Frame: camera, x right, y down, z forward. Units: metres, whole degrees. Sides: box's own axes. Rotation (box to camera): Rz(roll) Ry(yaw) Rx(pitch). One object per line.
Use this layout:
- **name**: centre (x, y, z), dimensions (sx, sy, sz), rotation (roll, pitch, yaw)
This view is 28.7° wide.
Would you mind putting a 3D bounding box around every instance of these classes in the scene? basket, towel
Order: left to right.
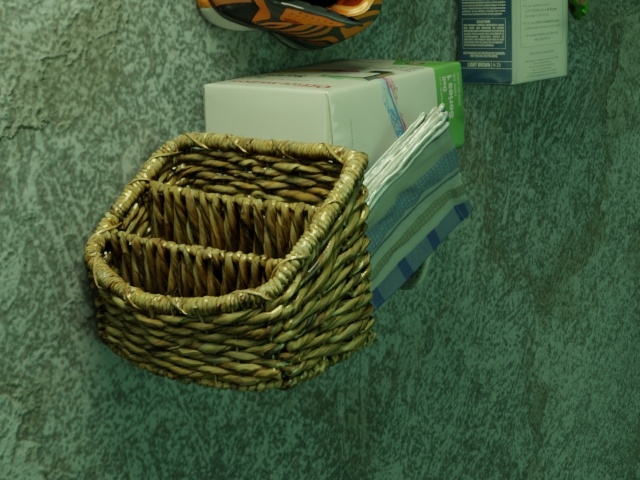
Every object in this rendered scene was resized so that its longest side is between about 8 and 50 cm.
- **basket**: centre (-0.113, 0.015, 1.340), dimensions (0.213, 0.299, 0.223), rotation (-23, 116, -46)
- **towel**: centre (0.103, -0.029, 1.552), dimensions (0.209, 0.034, 0.285), rotation (-46, 155, -9)

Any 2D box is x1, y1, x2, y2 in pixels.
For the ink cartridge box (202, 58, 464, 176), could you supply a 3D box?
- **ink cartridge box**: centre (0.019, -0.153, 1.551), dimensions (0.278, 0.201, 0.117), rotation (-20, 112, -48)

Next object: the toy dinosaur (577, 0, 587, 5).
- **toy dinosaur**: centre (0.399, -0.410, 2.045), dimensions (0.183, 0.053, 0.092), rotation (72, 3, -47)

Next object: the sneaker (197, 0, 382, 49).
- **sneaker**: centre (0.014, -0.295, 1.538), dimensions (0.321, 0.180, 0.124), rotation (-12, 106, -50)

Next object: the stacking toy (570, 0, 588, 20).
- **stacking toy**: centre (0.460, -0.508, 2.143), dimensions (0.167, 0.052, 0.221), rotation (-64, 159, -18)

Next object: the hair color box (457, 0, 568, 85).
- **hair color box**: centre (0.298, -0.421, 1.932), dimensions (0.174, 0.105, 0.347), rotation (-16, 109, -49)

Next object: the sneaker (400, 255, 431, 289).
- **sneaker**: centre (0.139, -0.076, 1.797), dimensions (0.129, 0.111, 0.297), rotation (-10, 105, -56)
